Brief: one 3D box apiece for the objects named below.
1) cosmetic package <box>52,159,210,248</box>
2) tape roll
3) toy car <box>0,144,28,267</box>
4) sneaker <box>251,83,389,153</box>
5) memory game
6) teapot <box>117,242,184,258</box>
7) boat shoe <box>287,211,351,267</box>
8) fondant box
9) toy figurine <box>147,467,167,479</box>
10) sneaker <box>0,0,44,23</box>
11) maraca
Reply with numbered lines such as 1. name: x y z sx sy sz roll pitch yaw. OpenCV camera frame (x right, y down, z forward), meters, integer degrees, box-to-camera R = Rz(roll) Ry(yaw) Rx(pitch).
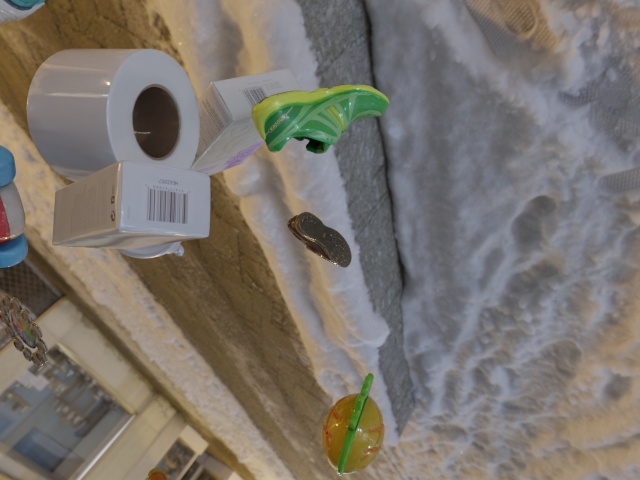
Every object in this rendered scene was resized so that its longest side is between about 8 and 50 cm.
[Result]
1. cosmetic package: -0.255 -0.037 0.606 0.231 0.085 0.117 -4 173 43
2. tape roll: -0.357 -0.215 0.829 0.169 0.246 0.246 9 139 18
3. toy car: -0.621 -0.063 0.720 0.210 0.238 0.219 47 136 25
4. sneaker: 0.006 -0.237 0.914 0.109 0.296 0.123 12 116 60
5. memory game: -0.686 0.208 1.059 0.186 0.012 0.186 15 119 29
6. teapot: -0.476 -0.084 1.253 0.253 0.255 0.187 13 -169 -18
7. boat shoe: 0.000 0.000 1.028 0.178 0.064 0.060 40 152 -29
8. fondant box: -0.219 -0.266 1.110 0.330 0.238 0.096 -28 93 47
9. toy figurine: -0.354 0.637 1.028 0.210 0.213 0.148 21 100 14
10. sneaker: -0.400 -0.375 0.479 0.107 0.110 0.275 18 145 42
11. maraca: 0.055 0.295 0.739 0.099 0.127 0.185 16 123 11
